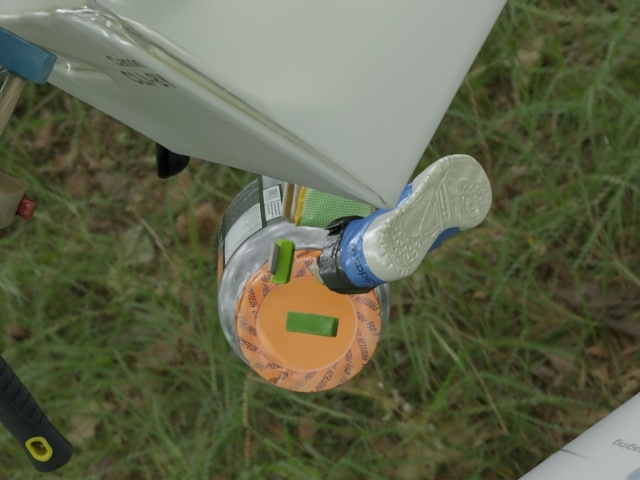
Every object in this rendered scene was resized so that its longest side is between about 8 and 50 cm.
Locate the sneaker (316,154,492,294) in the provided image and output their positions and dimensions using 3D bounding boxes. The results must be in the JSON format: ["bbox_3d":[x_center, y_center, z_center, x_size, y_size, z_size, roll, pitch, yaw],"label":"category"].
[{"bbox_3d":[0.055,-0.010,0.837,0.084,0.058,0.152,-20,15,44],"label":"sneaker"}]

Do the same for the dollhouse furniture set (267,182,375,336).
[{"bbox_3d":[0.000,0.000,0.943,0.076,0.058,0.152,8,85,7],"label":"dollhouse furniture set"}]

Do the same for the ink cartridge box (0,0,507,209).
[{"bbox_3d":[0.005,-0.227,0.582,0.385,0.160,0.279,-60,27,-6],"label":"ink cartridge box"}]

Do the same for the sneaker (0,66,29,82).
[{"bbox_3d":[-0.294,-0.184,1.203,0.083,0.031,0.035,-17,52,-16],"label":"sneaker"}]

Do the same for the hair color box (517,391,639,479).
[{"bbox_3d":[0.202,0.155,0.536,0.374,0.114,0.185,-26,23,-33],"label":"hair color box"}]

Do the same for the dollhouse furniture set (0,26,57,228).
[{"bbox_3d":[-0.106,-0.090,0.348,0.129,0.184,0.129,27,95,2],"label":"dollhouse furniture set"}]

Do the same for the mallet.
[{"bbox_3d":[-0.138,0.020,0.445,0.062,0.190,0.039,-29,36,8],"label":"mallet"}]

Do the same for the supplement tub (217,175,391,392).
[{"bbox_3d":[-0.023,0.042,1.370,0.193,0.194,0.316,-30,18,5],"label":"supplement tub"}]

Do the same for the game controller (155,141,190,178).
[{"bbox_3d":[-0.166,-0.230,1.274,0.067,0.319,0.166,3,31,-1],"label":"game controller"}]
